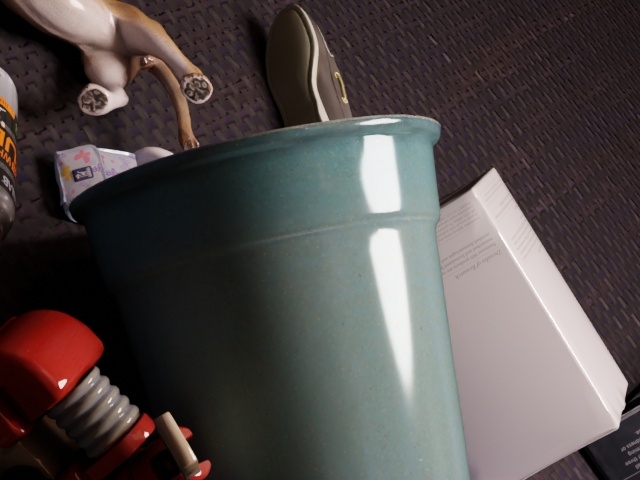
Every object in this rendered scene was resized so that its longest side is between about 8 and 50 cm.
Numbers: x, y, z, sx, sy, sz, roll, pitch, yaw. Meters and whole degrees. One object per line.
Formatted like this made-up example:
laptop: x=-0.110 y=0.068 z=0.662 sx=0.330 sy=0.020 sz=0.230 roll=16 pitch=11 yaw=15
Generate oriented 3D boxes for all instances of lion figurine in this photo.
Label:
lion figurine: x=-0.266 y=-0.252 z=1.665 sx=0.392 sy=0.142 sz=0.240 roll=50 pitch=3 yaw=-27

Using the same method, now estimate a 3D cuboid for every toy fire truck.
toy fire truck: x=-0.180 y=0.149 z=1.284 sx=0.217 sy=0.246 sz=0.158 roll=48 pitch=34 yaw=-6

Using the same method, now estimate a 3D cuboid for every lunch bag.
lunch bag: x=-0.220 y=-0.054 z=1.596 sx=0.083 sy=0.053 sz=0.071 roll=8 pitch=51 yaw=-34

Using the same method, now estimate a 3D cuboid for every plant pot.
plant pot: x=-0.024 y=0.096 z=1.441 sx=0.341 sy=0.341 sz=0.334 roll=-4 pitch=80 yaw=-51

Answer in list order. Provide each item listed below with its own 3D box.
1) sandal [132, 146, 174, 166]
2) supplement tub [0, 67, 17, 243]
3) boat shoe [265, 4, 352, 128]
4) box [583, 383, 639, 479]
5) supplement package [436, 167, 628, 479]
sandal: x=-0.081 y=-0.019 z=1.680 sx=0.265 sy=0.102 sz=0.076 roll=41 pitch=36 yaw=-11
supplement tub: x=-0.326 y=-0.064 z=1.426 sx=0.117 sy=0.117 sz=0.190 roll=24 pitch=44 yaw=-35
boat shoe: x=-0.008 y=-0.174 z=1.928 sx=0.068 sy=0.081 sz=0.228 roll=15 pitch=55 yaw=-45
box: x=0.560 y=0.317 z=2.014 sx=0.395 sy=0.212 sz=0.293 roll=56 pitch=34 yaw=4
supplement package: x=0.181 y=0.097 z=1.753 sx=0.293 sy=0.175 sz=0.177 roll=58 pitch=17 yaw=-1
